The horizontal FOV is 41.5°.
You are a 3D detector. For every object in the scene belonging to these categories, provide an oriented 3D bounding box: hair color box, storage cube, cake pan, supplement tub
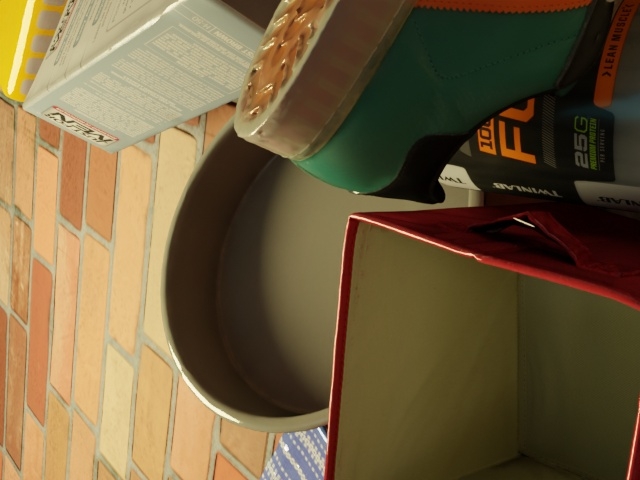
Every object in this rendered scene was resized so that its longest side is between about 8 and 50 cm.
[{"bbox_3d":[-0.134,-0.216,0.776,0.374,0.113,0.185,-9,60,52],"label":"hair color box"},{"bbox_3d":[0.136,0.087,0.450,0.183,0.193,0.215,20,109,50],"label":"storage cube"},{"bbox_3d":[0.000,0.000,0.633,0.293,0.054,0.293,-17,61,33],"label":"cake pan"},{"bbox_3d":[0.128,-0.080,0.468,0.190,0.117,0.117,10,103,34],"label":"supplement tub"}]

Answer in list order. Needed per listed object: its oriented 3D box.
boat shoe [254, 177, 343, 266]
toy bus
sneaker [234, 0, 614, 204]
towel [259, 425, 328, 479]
[{"bbox_3d":[0.006,-0.001,0.720,0.184,0.066,0.063,31,143,37],"label":"boat shoe"},{"bbox_3d":[-0.296,-0.326,1.009,0.108,0.130,0.333,57,135,31],"label":"toy bus"},{"bbox_3d":[0.087,-0.141,0.358,0.302,0.121,0.108,-51,29,29],"label":"sneaker"},{"bbox_3d":[-0.026,0.338,0.787,0.243,0.040,0.336,59,136,41],"label":"towel"}]
